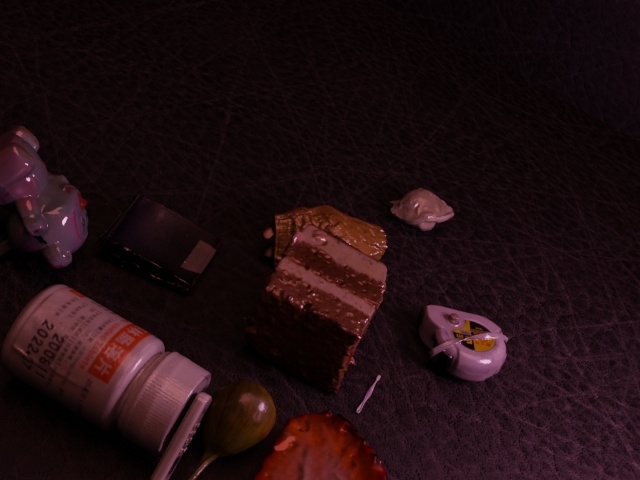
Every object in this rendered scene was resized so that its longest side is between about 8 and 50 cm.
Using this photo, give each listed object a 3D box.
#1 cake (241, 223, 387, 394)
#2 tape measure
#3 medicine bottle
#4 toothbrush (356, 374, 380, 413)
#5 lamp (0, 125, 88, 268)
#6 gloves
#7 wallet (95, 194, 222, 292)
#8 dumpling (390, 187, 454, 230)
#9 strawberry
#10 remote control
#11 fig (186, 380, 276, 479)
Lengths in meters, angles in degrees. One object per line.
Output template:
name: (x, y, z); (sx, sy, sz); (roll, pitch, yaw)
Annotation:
cake: (0.000, 0.156, 1.805); (0.282, 0.256, 0.290); (29, 45, 5)
tape measure: (0.371, 0.267, 1.950); (0.236, 0.120, 0.197); (12, 36, -4)
medicine bottle: (-0.426, 0.260, 1.536); (0.371, 0.211, 0.211); (28, 41, 7)
toothbrush: (0.114, 0.364, 1.815); (0.011, 0.013, 0.131); (23, 41, 16)
lamp: (-0.678, -0.076, 1.749); (0.247, 0.301, 0.247); (-31, 31, -1)
gloves: (0.011, -0.011, 2.065); (0.356, 0.155, 0.203); (-1, 42, -20)
wallet: (-0.404, 0.008, 1.936); (0.262, 0.071, 0.221); (26, 36, -1)
dumpling: (0.302, -0.087, 2.313); (0.199, 0.118, 0.136); (7, 36, 15)
strawberry: (0.002, 0.499, 1.530); (0.265, 0.149, 0.336); (-6, 33, -1)
remote control: (-0.269, 0.386, 1.495); (0.029, 0.087, 0.190); (27, 77, 4)
fig: (-0.192, 0.413, 1.560); (0.151, 0.151, 0.259); (25, 66, 3)
